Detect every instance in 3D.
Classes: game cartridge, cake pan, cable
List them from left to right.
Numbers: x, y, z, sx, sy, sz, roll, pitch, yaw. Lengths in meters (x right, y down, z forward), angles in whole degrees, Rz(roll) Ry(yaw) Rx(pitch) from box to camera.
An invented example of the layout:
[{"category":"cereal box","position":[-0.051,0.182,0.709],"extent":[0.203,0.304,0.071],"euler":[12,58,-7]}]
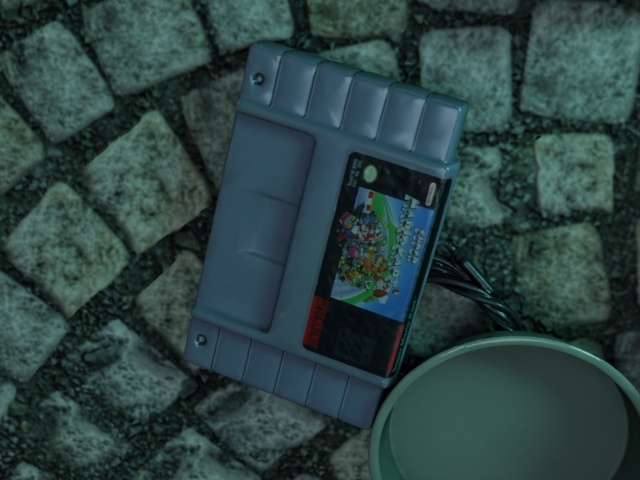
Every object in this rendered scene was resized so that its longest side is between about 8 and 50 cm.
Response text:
[{"category":"game cartridge","position":[0.000,0.000,1.078],"extent":[0.230,0.068,0.355],"euler":[20,110,17]},{"category":"cable","position":[0.130,0.098,1.118],"extent":[0.150,0.047,0.184],"euler":[-39,100,18]},{"category":"cake pan","position":[0.197,0.215,1.109],"extent":[0.293,0.054,0.293],"euler":[2,116,4]}]

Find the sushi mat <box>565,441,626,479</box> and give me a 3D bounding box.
[{"category":"sushi mat","position":[0.374,0.348,1.181],"extent":[0.151,0.019,0.316],"euler":[-21,104,15]}]
